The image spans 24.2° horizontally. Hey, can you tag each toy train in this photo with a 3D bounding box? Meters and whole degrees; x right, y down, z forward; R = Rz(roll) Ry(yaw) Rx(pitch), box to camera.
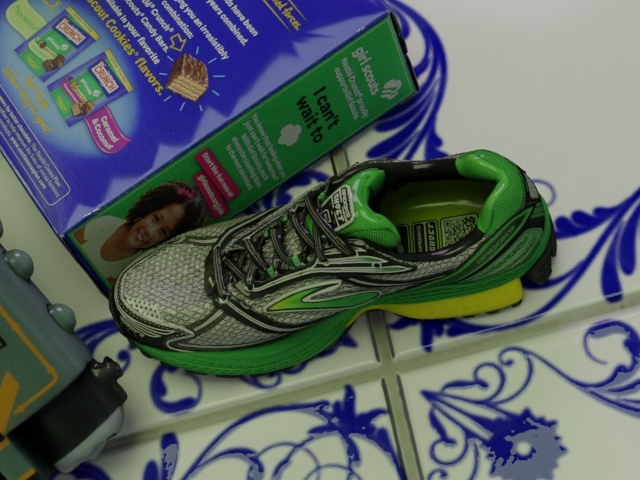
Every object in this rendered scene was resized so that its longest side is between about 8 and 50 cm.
[{"bbox_3d":[-0.295,0.063,1.108,0.190,0.142,0.334,-38,96,3],"label":"toy train"}]

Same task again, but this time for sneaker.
[{"bbox_3d":[0.000,0.000,1.125,0.343,0.146,0.134,-16,60,7],"label":"sneaker"}]

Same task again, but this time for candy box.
[{"bbox_3d":[-0.124,-0.151,1.251,0.317,0.122,0.268,-35,58,-4],"label":"candy box"}]
